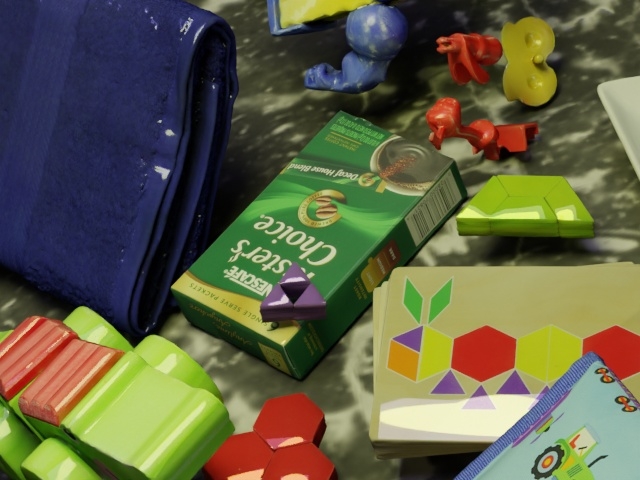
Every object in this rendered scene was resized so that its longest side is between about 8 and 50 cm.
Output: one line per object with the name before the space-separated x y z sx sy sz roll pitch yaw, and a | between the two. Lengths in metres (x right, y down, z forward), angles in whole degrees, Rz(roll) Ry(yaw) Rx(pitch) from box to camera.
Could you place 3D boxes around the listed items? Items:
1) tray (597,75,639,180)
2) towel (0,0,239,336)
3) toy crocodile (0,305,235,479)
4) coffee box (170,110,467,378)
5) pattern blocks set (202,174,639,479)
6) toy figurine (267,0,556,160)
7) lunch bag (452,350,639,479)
tray | 0.273 -0.021 1.189 0.145 0.030 0.270 -8 40 -5
towel | -0.193 -0.086 1.385 0.308 0.076 0.227 23 103 35
toy crocodile | -0.154 0.096 1.193 0.115 0.105 0.340 -45 22 -15
coffee box | 0.000 0.000 1.306 0.113 0.040 0.184 27 64 38
pattern blocks set | 0.114 0.072 1.176 0.325 0.026 0.285 6 51 18
toy figurine | 0.008 -0.225 1.320 0.217 0.362 0.191 -4 9 33
lunch bag | 0.085 0.229 0.966 0.293 0.138 0.221 -34 29 2
